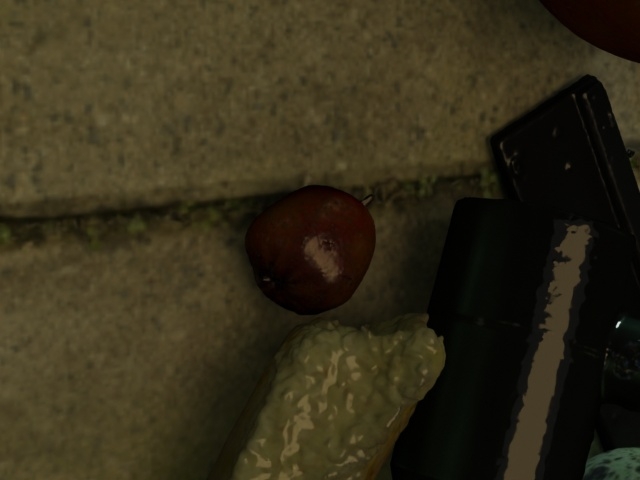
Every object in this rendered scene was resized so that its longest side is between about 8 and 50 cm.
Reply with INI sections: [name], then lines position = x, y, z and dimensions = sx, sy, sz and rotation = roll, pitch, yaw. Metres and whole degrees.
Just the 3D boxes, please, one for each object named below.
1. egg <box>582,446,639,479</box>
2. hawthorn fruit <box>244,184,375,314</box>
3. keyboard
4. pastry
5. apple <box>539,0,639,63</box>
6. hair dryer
[egg]
position = 0.201, 0.217, 0.965
dimensions = 0.132, 0.132, 0.172
rotation = -4, 111, -31
[hawthorn fruit]
position = -0.005, 0.003, 0.842
dimensions = 0.077, 0.077, 0.077
rotation = -6, 101, -31
[keyboard]
position = 0.201, 0.045, 1.003
dimensions = 0.101, 0.018, 0.309
rotation = -33, 113, -22
[pastry]
position = -0.020, 0.144, 0.823
dimensions = 0.089, 0.121, 0.258
rotation = 28, 86, -9
[apple]
position = 0.215, -0.226, 0.842
dimensions = 0.253, 0.253, 0.253
rotation = -6, 101, -31
[hair dryer]
position = 0.196, 0.124, 0.862
dimensions = 0.302, 0.116, 0.244
rotation = 12, 85, 11
